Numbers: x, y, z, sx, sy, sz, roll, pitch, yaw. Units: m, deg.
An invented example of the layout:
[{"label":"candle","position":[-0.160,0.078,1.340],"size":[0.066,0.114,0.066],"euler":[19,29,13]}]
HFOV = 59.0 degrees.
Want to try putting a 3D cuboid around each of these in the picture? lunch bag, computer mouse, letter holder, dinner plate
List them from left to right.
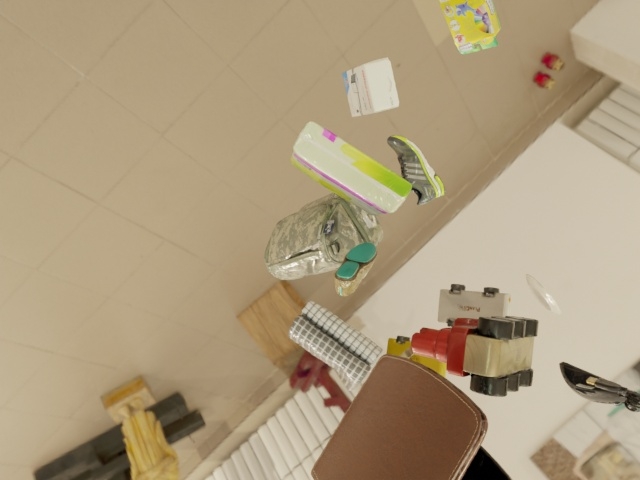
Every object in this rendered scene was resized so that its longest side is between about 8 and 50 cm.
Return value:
[{"label":"lunch bag","position":[0.000,0.000,1.689],"size":[0.256,0.305,0.212],"euler":[-43,107,-42]},{"label":"letter holder","position":[0.133,0.278,0.678],"size":[0.152,0.302,0.214],"euler":[31,84,-12]},{"label":"dinner plate","position":[0.610,0.152,1.560],"size":[0.017,0.141,0.141],"euler":[-39,142,3]},{"label":"computer mouse","position":[0.606,0.327,1.225],"size":[0.184,0.262,0.060],"euler":[24,88,-33]}]

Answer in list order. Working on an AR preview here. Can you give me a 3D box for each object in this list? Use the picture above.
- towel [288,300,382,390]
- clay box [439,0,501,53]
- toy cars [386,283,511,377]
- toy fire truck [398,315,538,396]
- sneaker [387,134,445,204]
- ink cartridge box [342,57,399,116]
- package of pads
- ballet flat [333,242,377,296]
[{"label":"towel","position":[0.036,0.289,1.516],"size":[0.121,0.235,0.283],"euler":[-54,168,-15]},{"label":"clay box","position":[0.418,-0.644,1.592],"size":[0.053,0.127,0.222],"euler":[-53,125,-31]},{"label":"toy cars","position":[0.308,0.225,1.344],"size":[0.087,0.176,0.393],"euler":[12,132,-36]},{"label":"toy fire truck","position":[0.230,0.200,0.996],"size":[0.217,0.246,0.158],"euler":[9,88,-54]},{"label":"sneaker","position":[0.340,-0.264,2.123],"size":[0.121,0.300,0.111],"euler":[-38,179,-7]},{"label":"ink cartridge box","position":[0.143,-0.441,1.645],"size":[0.082,0.191,0.139],"euler":[-17,103,-12]},{"label":"package of pads","position":[0.066,-0.172,1.439],"size":[0.101,0.297,0.229],"euler":[-58,-175,-2]},{"label":"ballet flat","position":[0.082,0.072,1.374],"size":[0.206,0.073,0.067],"euler":[-40,141,-54]}]
